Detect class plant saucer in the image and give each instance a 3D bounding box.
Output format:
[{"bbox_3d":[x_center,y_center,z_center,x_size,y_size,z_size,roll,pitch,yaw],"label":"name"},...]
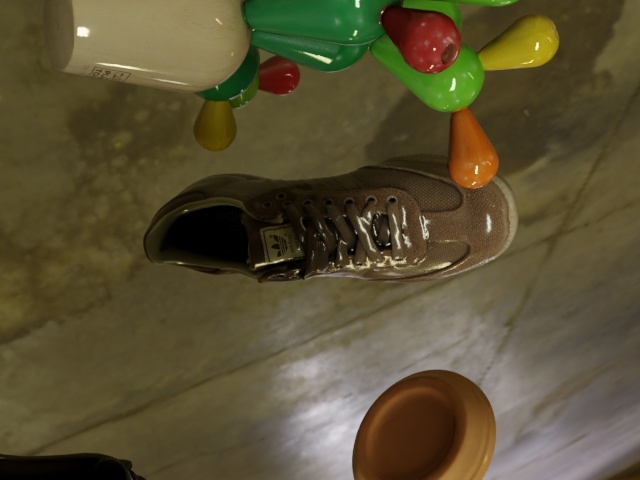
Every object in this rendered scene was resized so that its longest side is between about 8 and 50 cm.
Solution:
[{"bbox_3d":[0.118,0.245,1.199,0.200,0.200,0.037,-36,131,15],"label":"plant saucer"}]

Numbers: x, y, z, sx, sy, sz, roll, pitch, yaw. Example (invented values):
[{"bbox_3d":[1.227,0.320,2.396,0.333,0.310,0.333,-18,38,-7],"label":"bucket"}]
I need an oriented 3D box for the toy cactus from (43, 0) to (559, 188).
[{"bbox_3d":[-0.019,-0.076,0.396,0.180,0.112,0.219,-7,-170,-33],"label":"toy cactus"}]

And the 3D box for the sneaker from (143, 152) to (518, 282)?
[{"bbox_3d":[0.000,0.000,0.483,0.188,0.066,0.071,-2,-161,28],"label":"sneaker"}]

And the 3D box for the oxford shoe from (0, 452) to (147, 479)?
[{"bbox_3d":[-0.089,0.143,0.416,0.227,0.083,0.096,27,116,-39],"label":"oxford shoe"}]
